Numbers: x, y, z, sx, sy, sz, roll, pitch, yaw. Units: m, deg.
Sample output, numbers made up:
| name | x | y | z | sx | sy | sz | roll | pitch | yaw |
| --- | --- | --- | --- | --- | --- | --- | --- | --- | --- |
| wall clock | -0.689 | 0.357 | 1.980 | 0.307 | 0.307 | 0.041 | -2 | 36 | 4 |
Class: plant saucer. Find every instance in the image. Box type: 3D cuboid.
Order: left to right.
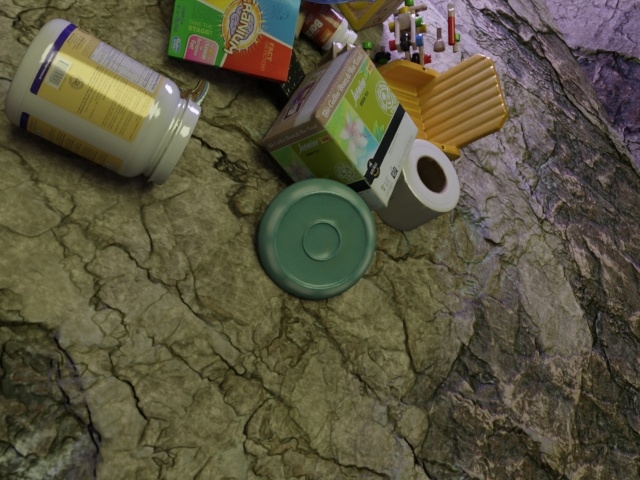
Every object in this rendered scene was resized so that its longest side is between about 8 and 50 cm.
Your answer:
| name | x | y | z | sx | sy | sz | roll | pitch | yaw |
| --- | --- | --- | --- | --- | --- | --- | --- | --- | --- |
| plant saucer | 0.000 | 0.000 | 1.344 | 0.318 | 0.044 | 0.317 | -2 | 97 | -15 |

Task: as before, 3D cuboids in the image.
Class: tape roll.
| name | x | y | z | sx | sy | sz | roll | pitch | yaw |
| --- | --- | --- | --- | --- | --- | --- | --- | --- | --- |
| tape roll | 0.292 | -0.170 | 1.654 | 0.246 | 0.169 | 0.246 | 16 | 61 | -30 |

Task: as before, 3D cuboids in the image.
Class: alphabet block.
| name | x | y | z | sx | sy | sz | roll | pitch | yaw |
| --- | --- | --- | --- | --- | --- | --- | --- | --- | --- |
| alphabet block | 0.183 | -0.904 | 1.894 | 0.197 | 0.192 | 0.193 | -37 | 91 | -39 |

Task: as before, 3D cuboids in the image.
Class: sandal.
| name | x | y | z | sx | sy | sz | roll | pitch | yaw |
| --- | --- | --- | --- | --- | --- | --- | --- | --- | --- |
| sandal | -0.137 | -0.498 | 1.554 | 0.167 | 0.107 | 0.445 | -43 | 109 | -41 |

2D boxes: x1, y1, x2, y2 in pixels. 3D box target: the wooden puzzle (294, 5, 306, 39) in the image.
| name | x | y | z | sx | sy | sz | roll | pitch | yaw |
| --- | --- | --- | --- | --- | --- | --- | --- | --- | --- |
| wooden puzzle | -0.139 | -0.706 | 1.524 | 0.239 | 0.044 | 0.220 | 35 | 34 | -20 |

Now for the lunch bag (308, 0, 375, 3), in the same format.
| name | x | y | z | sx | sy | sz | roll | pitch | yaw |
| --- | --- | --- | --- | --- | --- | --- | --- | --- | --- |
| lunch bag | -0.035 | -0.882 | 1.582 | 0.386 | 0.238 | 0.327 | -17 | 55 | -24 |

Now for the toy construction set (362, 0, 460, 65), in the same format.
| name | x | y | z | sx | sy | sz | roll | pitch | yaw |
| --- | --- | --- | --- | --- | --- | --- | --- | --- | --- |
| toy construction set | 0.342 | -0.758 | 1.841 | 0.258 | 0.309 | 0.237 | -1 | 90 | -45 |

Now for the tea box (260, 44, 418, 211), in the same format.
| name | x | y | z | sx | sy | sz | roll | pitch | yaw |
| --- | --- | --- | --- | --- | --- | --- | --- | --- | --- |
| tea box | 0.066 | -0.291 | 1.468 | 0.323 | 0.220 | 0.328 | 46 | 51 | -28 |

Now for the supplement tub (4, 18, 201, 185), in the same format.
| name | x | y | z | sx | sy | sz | roll | pitch | yaw |
| --- | --- | --- | --- | --- | --- | --- | --- | --- | --- |
| supplement tub | -0.452 | -0.282 | 1.127 | 0.331 | 0.241 | 0.240 | 27 | 56 | -24 |

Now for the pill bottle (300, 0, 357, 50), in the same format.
| name | x | y | z | sx | sy | sz | roll | pitch | yaw |
| --- | --- | --- | --- | --- | --- | --- | --- | --- | --- |
| pill bottle | 0.010 | -0.705 | 1.723 | 0.216 | 0.121 | 0.121 | 35 | 54 | -18 |

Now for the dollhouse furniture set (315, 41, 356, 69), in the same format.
| name | x | y | z | sx | sy | sz | roll | pitch | yaw |
| --- | --- | --- | --- | --- | --- | --- | --- | --- | --- |
| dollhouse furniture set | 0.097 | -0.560 | 1.680 | 0.161 | 0.182 | 0.101 | 14 | 62 | -30 |

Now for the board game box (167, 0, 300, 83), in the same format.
| name | x | y | z | sx | sy | sz | roll | pitch | yaw |
| --- | --- | --- | --- | --- | --- | --- | --- | --- | --- |
| board game box | -0.226 | -0.573 | 1.398 | 0.317 | 0.064 | 0.242 | 8 | 99 | -13 |

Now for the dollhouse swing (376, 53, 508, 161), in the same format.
| name | x | y | z | sx | sy | sz | roll | pitch | yaw |
| --- | --- | --- | --- | --- | --- | --- | --- | --- | --- |
| dollhouse swing | 0.391 | -0.472 | 1.773 | 0.315 | 0.305 | 0.346 | 6 | 68 | -34 |

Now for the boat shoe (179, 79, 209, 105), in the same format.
| name | x | y | z | sx | sy | sz | roll | pitch | yaw |
| --- | --- | --- | --- | --- | --- | --- | --- | --- | --- |
| boat shoe | -0.343 | -0.356 | 1.351 | 0.066 | 0.066 | 0.183 | 30 | 55 | -20 |
